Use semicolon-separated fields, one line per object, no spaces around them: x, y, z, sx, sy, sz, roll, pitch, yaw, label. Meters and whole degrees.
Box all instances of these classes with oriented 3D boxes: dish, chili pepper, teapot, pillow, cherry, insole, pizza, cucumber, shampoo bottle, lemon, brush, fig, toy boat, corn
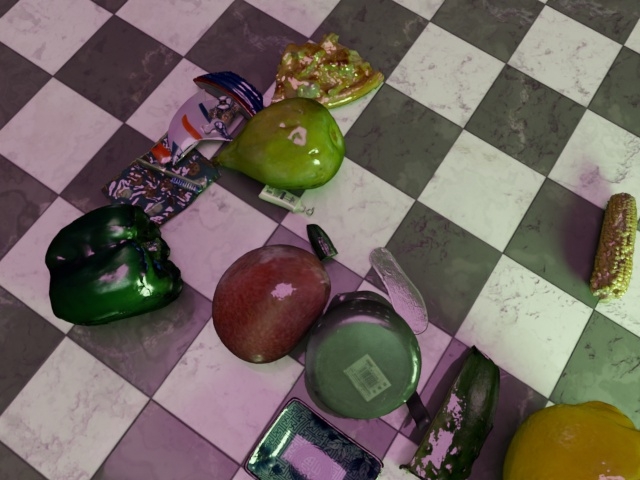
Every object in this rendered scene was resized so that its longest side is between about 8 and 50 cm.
-0.015;0.474;1.121;0.243;0.080;0.182;34;67;12;dish
-0.455;0.069;1.177;0.256;0.233;0.249;-21;58;-1;chili pepper
0.122;0.226;1.124;0.305;0.285;0.224;23;101;-2;teapot
-0.401;-0.146;1.344;0.189;0.034;0.255;43;74;9;pillow
-0.103;0.126;1.136;0.221;0.307;0.261;39;48;-21;cherry
0.191;0.117;1.288;0.080;0.003;0.232;-25;74;-9;insole
0.000;-0.457;1.431;0.323;0.089;0.223;-15;76;-7;pizza
0.000;0.000;1.299;0.048;0.048;0.105;-27;73;-10;cucumber
-0.082;-0.098;1.335;0.141;0.034;0.049;28;66;7;shampoo bottle
0.310;0.382;1.156;0.145;0.105;0.326;30;71;9;cucumber
0.512;0.482;1.013;0.347;0.348;0.349;1;72;-2;lemon
-0.373;-0.156;1.314;0.178;0.033;0.030;22;86;3;brush
-0.095;-0.201;1.292;0.314;0.233;0.233;-34;75;7;fig
-0.303;-0.327;1.385;0.318;0.072;0.219;-26;73;-9;toy boat
0.714;0.017;1.294;0.086;0.086;0.289;19;71;4;corn
